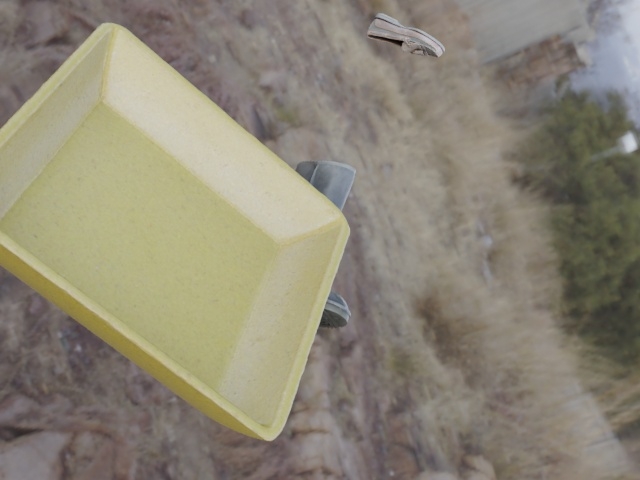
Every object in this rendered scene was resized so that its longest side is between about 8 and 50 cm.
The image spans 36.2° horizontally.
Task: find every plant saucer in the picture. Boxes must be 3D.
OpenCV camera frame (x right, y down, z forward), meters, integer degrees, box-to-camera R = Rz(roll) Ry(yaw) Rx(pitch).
[{"bbox_3d":[-0.146,-0.008,0.911,0.333,0.081,0.333,40,36,-15],"label":"plant saucer"}]

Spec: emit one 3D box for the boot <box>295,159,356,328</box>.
[{"bbox_3d":[0.000,-0.001,1.252,0.208,0.190,0.076,-60,138,-19],"label":"boot"}]

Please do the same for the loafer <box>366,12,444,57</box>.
[{"bbox_3d":[0.124,-0.292,1.440,0.125,0.039,0.045,32,-9,27],"label":"loafer"}]
